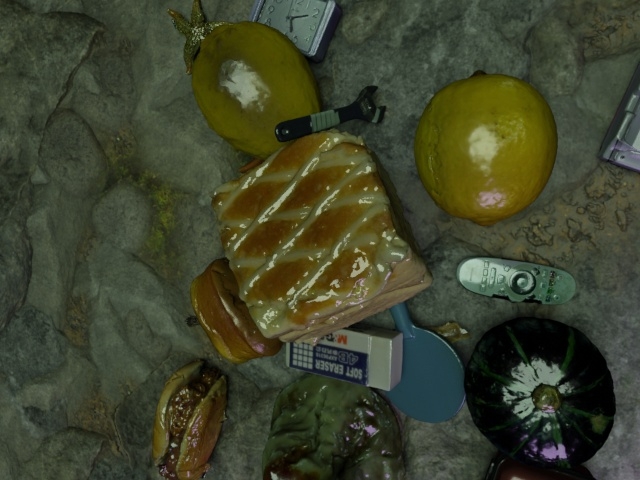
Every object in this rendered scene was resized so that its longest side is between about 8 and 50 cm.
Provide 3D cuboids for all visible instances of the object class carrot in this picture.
[{"bbox_3d":[-0.149,-0.206,1.353,0.142,0.035,0.035,-33,86,19],"label":"carrot"}]

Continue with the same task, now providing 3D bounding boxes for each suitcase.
[{"bbox_3d":[0.467,0.623,1.190,0.236,0.161,0.297,15,99,13],"label":"suitcase"}]

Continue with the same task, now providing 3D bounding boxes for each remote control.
[{"bbox_3d":[0.436,0.090,1.216,0.256,0.045,0.097,11,99,11],"label":"remote control"}]

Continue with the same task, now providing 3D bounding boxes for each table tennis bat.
[{"bbox_3d":[0.222,0.275,1.265,0.215,0.044,0.329,-16,97,30],"label":"table tennis bat"}]

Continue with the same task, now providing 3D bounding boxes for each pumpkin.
[{"bbox_3d":[0.455,0.314,1.125,0.315,0.238,0.315,0,90,15],"label":"pumpkin"}]

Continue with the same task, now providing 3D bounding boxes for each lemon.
[{"bbox_3d":[0.330,-0.184,1.101,0.297,0.297,0.297,1,95,15],"label":"lemon"},{"bbox_3d":[-0.135,-0.329,1.220,0.285,0.285,0.316,-41,127,14],"label":"lemon"}]

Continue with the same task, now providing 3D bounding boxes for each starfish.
[{"bbox_3d":[-0.287,-0.520,1.359,0.176,0.053,0.208,-18,96,6],"label":"starfish"}]

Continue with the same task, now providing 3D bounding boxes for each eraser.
[{"bbox_3d":[0.052,0.259,1.279,0.279,0.081,0.124,6,97,30],"label":"eraser"}]

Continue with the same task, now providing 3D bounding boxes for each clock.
[{"bbox_3d":[0.708,-0.250,1.094,0.186,0.083,0.253,22,100,11],"label":"clock"},{"bbox_3d":[-0.062,-0.523,1.281,0.193,0.073,0.144,25,101,12],"label":"clock"}]

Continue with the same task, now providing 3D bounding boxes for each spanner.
[{"bbox_3d":[0.028,-0.273,1.180,0.024,0.316,0.087,17,123,49],"label":"spanner"}]

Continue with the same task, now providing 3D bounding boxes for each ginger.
[{"bbox_3d":[0.283,0.219,1.269,0.137,0.044,0.057,-8,123,21],"label":"ginger"}]

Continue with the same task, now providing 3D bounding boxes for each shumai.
[{"bbox_3d":[0.007,0.519,1.223,0.324,0.323,0.397,-15,88,18],"label":"shumai"}]

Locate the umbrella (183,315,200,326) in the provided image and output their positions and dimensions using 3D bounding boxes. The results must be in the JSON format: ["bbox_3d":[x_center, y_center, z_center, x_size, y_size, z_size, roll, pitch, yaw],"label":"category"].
[{"bbox_3d":[-0.328,0.216,1.442,0.083,0.020,0.031,-4,94,10],"label":"umbrella"}]

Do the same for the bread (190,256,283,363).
[{"bbox_3d":[-0.195,0.168,1.314,0.143,0.195,0.269,-28,91,22],"label":"bread"}]

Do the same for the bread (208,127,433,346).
[{"bbox_3d":[0.000,0.000,1.164,0.390,0.279,0.371,-26,66,18],"label":"bread"}]

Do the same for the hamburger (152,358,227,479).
[{"bbox_3d":[-0.342,0.464,1.395,0.155,0.245,0.282,16,54,18],"label":"hamburger"}]
